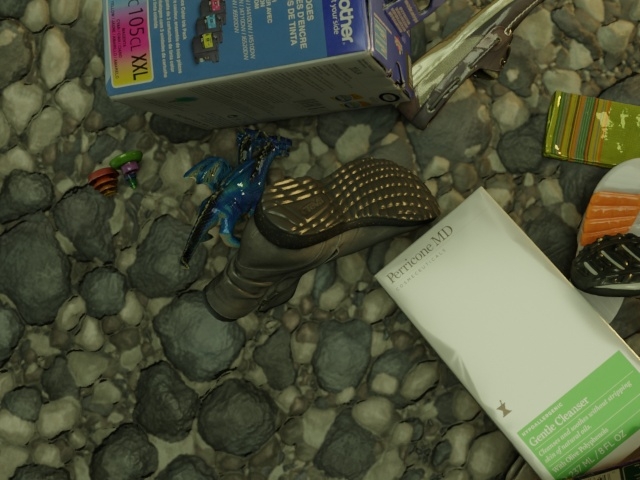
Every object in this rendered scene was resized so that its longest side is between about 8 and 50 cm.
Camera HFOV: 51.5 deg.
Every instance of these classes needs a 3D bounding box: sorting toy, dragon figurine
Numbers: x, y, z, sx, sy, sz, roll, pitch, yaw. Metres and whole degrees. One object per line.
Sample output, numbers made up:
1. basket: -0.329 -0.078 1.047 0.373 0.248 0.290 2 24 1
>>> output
1. sorting toy: -0.304 -0.097 1.011 0.101 0.061 0.042 -26 86 24
2. dragon figurine: -0.133 -0.070 0.932 0.085 0.289 0.144 10 117 27

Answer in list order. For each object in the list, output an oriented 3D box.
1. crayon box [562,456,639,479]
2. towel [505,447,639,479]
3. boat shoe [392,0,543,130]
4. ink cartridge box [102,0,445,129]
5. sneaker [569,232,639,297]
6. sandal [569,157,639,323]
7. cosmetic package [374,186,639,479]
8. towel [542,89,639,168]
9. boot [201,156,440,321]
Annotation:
1. crayon box: 0.449 0.373 0.684 0.362 0.106 0.313 -26 86 21
2. towel: 0.410 0.316 0.959 0.187 0.049 0.282 40 89 3
3. boat shoe: 0.230 -0.274 0.977 0.285 0.103 0.092 -38 91 4
4. ink cartridge box: -0.036 -0.255 0.860 0.395 0.270 0.151 -3 90 18
5. sneaker: 0.449 0.052 0.882 0.271 0.100 0.108 -3 125 -21
6. sandal: 0.417 0.002 0.967 0.101 0.076 0.266 18 109 7
7. cosmetic package: 0.263 0.132 0.898 0.197 0.155 0.366 -41 78 3
8. towel: 0.459 -0.156 0.994 0.237 0.021 0.102 10 88 3
9. boot: 0.000 0.000 0.949 0.223 0.338 0.118 -53 57 41
